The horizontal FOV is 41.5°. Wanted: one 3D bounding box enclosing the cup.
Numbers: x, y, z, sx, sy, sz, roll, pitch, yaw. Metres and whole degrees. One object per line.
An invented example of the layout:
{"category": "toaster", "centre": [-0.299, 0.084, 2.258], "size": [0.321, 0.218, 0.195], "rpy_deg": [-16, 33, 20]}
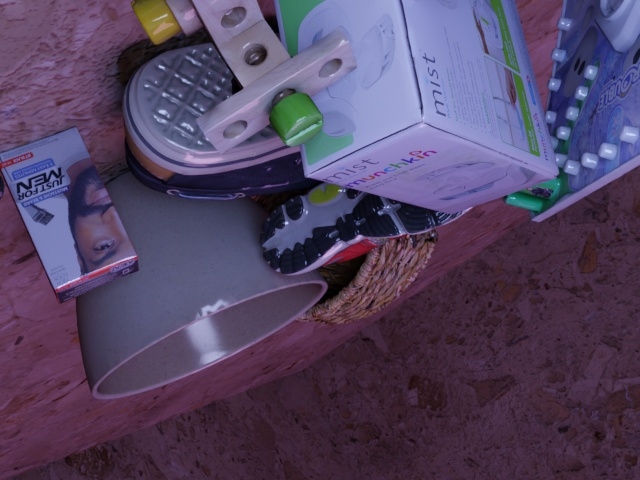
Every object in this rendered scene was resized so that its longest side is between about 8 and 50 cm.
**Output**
{"category": "cup", "centre": [-0.188, 0.032, 1.126], "size": [0.331, 0.236, 0.331], "rpy_deg": [-25, 167, -6]}

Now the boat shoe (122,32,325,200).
{"category": "boat shoe", "centre": [0.001, -0.150, 0.989], "size": [0.500, 0.186, 0.156], "rpy_deg": [-14, 166, -31]}

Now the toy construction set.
{"category": "toy construction set", "centre": [-0.110, -0.169, 0.572], "size": [0.309, 0.237, 0.257], "rpy_deg": [-22, 165, -24]}

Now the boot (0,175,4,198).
{"category": "boot", "centre": [-0.372, -0.060, 0.823], "size": [0.247, 0.083, 0.161], "rpy_deg": [-28, 173, 26]}

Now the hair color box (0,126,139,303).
{"category": "hair color box", "centre": [-0.270, -0.029, 0.905], "size": [0.093, 0.167, 0.053], "rpy_deg": [-24, 165, -18]}

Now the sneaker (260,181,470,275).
{"category": "sneaker", "centre": [0.064, -0.040, 0.960], "size": [0.279, 0.107, 0.118], "rpy_deg": [-19, 171, 25]}

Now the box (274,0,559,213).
{"category": "box", "centre": [0.082, -0.176, 0.746], "size": [0.127, 0.261, 0.231], "rpy_deg": [-22, 161, 37]}

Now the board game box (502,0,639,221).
{"category": "board game box", "centre": [0.280, -0.246, 0.784], "size": [0.050, 0.389, 0.390], "rpy_deg": [14, 167, -5]}

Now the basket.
{"category": "basket", "centre": [0.000, 0.000, 1.297], "size": [0.223, 0.213, 0.299], "rpy_deg": [15, 142, -34]}
